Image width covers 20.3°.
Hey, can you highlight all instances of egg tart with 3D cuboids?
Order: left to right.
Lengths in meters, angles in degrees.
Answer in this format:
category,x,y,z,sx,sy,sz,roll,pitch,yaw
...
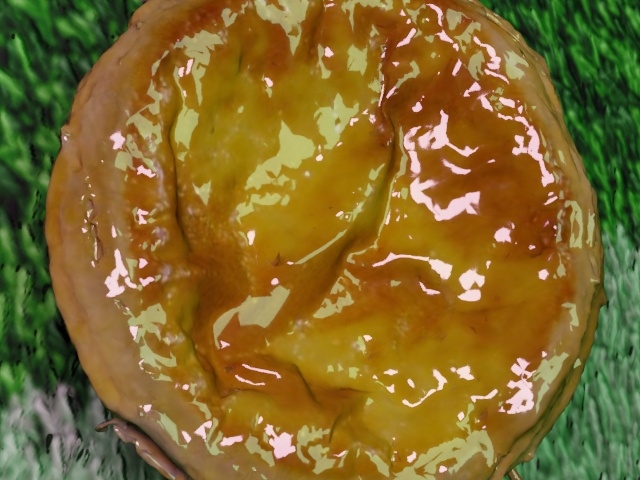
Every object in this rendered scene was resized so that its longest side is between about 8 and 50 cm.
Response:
category,x,y,z,sx,sy,sz,roll,pitch,yaw
egg tart,0.000,-0.001,0.995,0.341,0.132,0.341,5,73,-15

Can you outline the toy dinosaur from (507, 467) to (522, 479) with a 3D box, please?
category,x,y,z,sx,sy,sz,roll,pitch,yaw
toy dinosaur,0.064,0.073,1.119,0.279,0.055,0.101,66,26,-4
